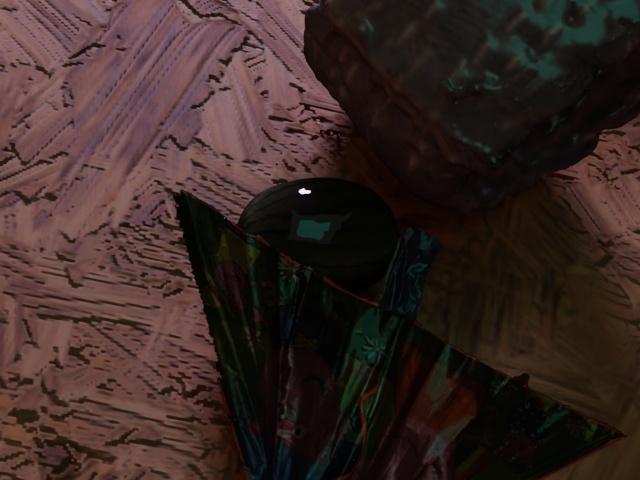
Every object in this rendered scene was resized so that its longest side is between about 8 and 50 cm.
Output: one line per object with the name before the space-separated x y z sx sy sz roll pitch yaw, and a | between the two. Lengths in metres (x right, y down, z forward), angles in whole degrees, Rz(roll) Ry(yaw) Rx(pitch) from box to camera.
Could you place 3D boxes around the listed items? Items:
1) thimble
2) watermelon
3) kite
thimble | 0.121 -0.134 0.857 0.236 0.205 0.172 -27 69 -30
watermelon | 0.000 0.000 0.813 0.111 0.078 0.078 -10 61 -23
kite | 0.032 0.101 0.755 0.321 0.016 0.234 29 68 -17
